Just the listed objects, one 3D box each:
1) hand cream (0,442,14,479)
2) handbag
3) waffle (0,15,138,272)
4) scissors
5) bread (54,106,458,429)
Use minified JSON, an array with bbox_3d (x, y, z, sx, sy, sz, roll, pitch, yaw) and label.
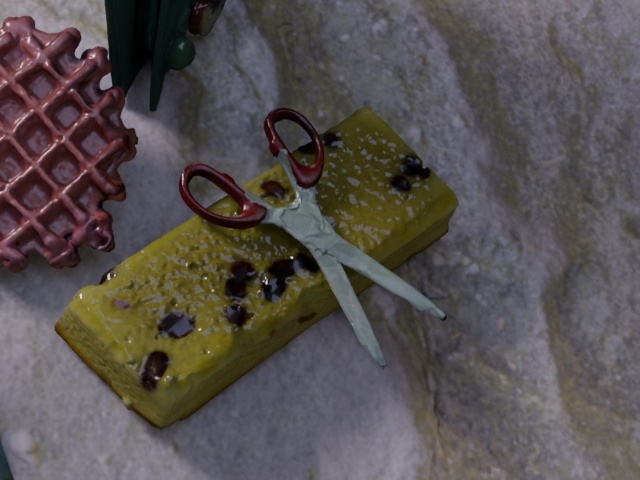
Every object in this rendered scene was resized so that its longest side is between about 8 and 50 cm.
[{"bbox_3d":[-0.361,0.145,1.296,0.312,0.070,0.111,2,58,-53],"label":"hand cream"},{"bbox_3d":[-0.120,-0.296,1.548,0.100,0.274,0.269,13,57,1],"label":"handbag"},{"bbox_3d":[-0.273,-0.087,1.494,0.221,0.055,0.234,4,77,-4],"label":"waffle"},{"bbox_3d":[0.000,0.000,1.479,0.144,0.017,0.248,-36,76,-27],"label":"scissors"},{"bbox_3d":[-0.050,0.020,1.509,0.361,0.077,0.138,-34,74,-27],"label":"bread"}]
